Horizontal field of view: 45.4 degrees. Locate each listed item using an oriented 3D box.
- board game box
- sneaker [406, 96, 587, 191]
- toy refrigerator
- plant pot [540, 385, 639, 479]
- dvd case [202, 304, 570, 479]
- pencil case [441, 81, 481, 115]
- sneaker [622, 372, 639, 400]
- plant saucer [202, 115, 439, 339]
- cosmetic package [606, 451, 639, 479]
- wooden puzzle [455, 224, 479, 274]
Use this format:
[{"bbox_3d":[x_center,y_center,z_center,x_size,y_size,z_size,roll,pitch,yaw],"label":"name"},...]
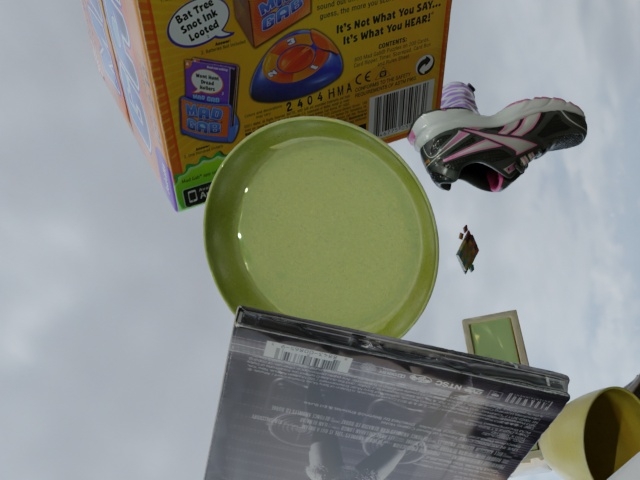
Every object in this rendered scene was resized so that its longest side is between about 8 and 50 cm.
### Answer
[{"bbox_3d":[-0.086,-0.320,0.908,0.356,0.356,0.356,-20,-42,-18],"label":"board game box"},{"bbox_3d":[0.172,-0.082,0.727,0.178,0.072,0.077,-9,-111,-12],"label":"sneaker"},{"bbox_3d":[0.319,0.261,1.324,0.094,0.102,0.270,62,-160,-53],"label":"toy refrigerator"},{"bbox_3d":[0.327,0.248,0.931,0.134,0.095,0.134,8,-106,-30],"label":"plant pot"},{"bbox_3d":[0.019,0.127,0.436,0.018,0.164,0.221,-82,6,-46],"label":"dvd case"},{"bbox_3d":[0.250,-0.206,1.368,0.088,0.086,0.206,50,-155,-28],"label":"pencil case"},{"bbox_3d":[0.437,0.225,1.085,0.188,0.071,0.066,-16,-95,-39],"label":"sneaker"},{"bbox_3d":[0.000,0.000,0.740,0.037,0.240,0.241,-32,-65,-65],"label":"plant saucer"},{"bbox_3d":[0.247,0.218,0.410,0.224,0.138,0.225,-41,-59,2],"label":"cosmetic package"},{"bbox_3d":[0.225,0.018,1.172,0.049,0.006,0.083,-59,-41,-25],"label":"wooden puzzle"}]
